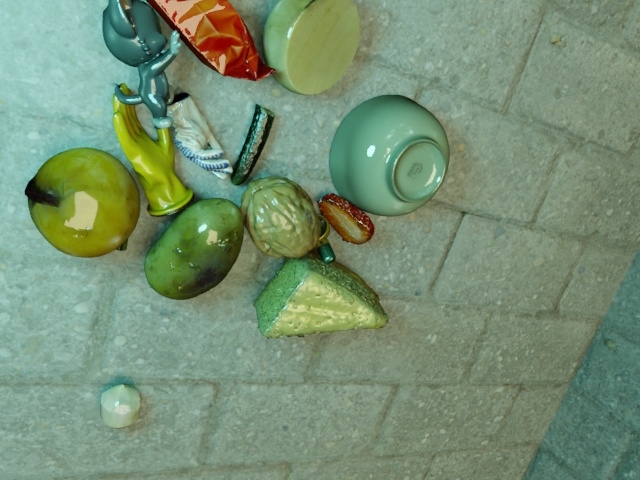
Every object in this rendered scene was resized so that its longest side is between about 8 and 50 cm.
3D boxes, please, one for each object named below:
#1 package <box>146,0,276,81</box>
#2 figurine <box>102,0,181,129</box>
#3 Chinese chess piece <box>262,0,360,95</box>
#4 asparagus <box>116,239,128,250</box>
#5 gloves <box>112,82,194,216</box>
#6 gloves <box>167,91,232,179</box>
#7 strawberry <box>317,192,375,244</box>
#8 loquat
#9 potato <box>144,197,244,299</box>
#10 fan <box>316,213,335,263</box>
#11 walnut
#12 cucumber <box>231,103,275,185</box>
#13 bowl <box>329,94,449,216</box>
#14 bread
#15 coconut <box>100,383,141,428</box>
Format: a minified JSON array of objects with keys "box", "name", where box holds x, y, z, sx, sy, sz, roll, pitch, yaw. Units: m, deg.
[{"box":[-0.275,-0.493,1.081,0.123,0.196,0.423,-43,125,2],"name":"package"},{"box":[-0.370,-0.368,1.086,0.140,0.193,0.265,-5,109,-24],"name":"figurine"},{"box":[-0.021,-0.466,1.228,0.251,0.097,0.250,-34,144,-29],"name":"Chinese chess piece"},{"box":[-0.479,-0.053,1.277,0.036,0.030,0.165,3,111,-16],"name":"asparagus"},{"box":[-0.392,-0.207,1.191,0.116,0.133,0.294,-19,122,-5],"name":"gloves"},{"box":[-0.288,-0.240,1.252,0.097,0.119,0.229,-21,117,28],"name":"gloves"},{"box":[0.082,-0.071,1.495,0.188,0.121,0.082,47,54,-14],"name":"strawberry"},{"box":[-0.504,-0.081,1.134,0.235,0.235,0.234,-11,116,-22],"name":"loquat"},{"box":[-0.295,0.024,1.288,0.210,0.173,0.307,6,136,-45],"name":"potato"},{"box":[0.000,0.000,1.472,0.082,0.155,0.039,-25,152,4],"name":"fan"},{"box":[-0.102,-0.056,1.367,0.198,0.198,0.245,-38,131,-6],"name":"walnut"},{"box":[-0.174,-0.234,1.334,0.058,0.052,0.214,21,103,-12],"name":"cucumber"},{"box":[0.222,-0.214,1.459,0.354,0.185,0.353,-11,116,-22],"name":"bowl"},{"box":[-0.005,0.194,1.496,0.279,0.248,0.315,-46,111,5],"name":"bread"},{"box":[-0.541,0.439,1.431,0.110,0.110,0.124,7,111,-29],"name":"coconut"}]
